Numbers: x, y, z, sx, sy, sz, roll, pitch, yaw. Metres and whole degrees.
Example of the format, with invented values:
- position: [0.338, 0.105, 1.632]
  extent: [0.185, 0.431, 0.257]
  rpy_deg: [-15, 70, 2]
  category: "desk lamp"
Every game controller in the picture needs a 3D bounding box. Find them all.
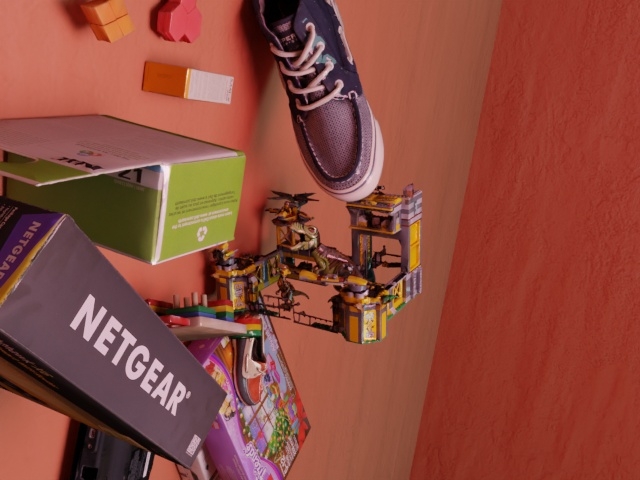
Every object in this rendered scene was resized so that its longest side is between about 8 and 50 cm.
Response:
- position: [-0.267, 0.296, 0.894]
  extent: [0.166, 0.067, 0.319]
  rpy_deg: [-21, 124, -81]
  category: "game controller"

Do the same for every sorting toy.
- position: [-0.184, 0.098, 0.869]
  extent: [0.274, 0.132, 0.046]
  rpy_deg: [30, 53, -68]
  category: "sorting toy"

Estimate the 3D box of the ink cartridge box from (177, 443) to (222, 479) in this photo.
- position: [-0.181, 0.337, 1.106]
  extent: [0.099, 0.056, 0.135]
  rpy_deg: [-56, 150, -41]
  category: "ink cartridge box"

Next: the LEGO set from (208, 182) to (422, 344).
- position: [0.000, 0.000, 1.006]
  extent: [0.255, 0.331, 0.192]
  rpy_deg: [-22, 117, -47]
  category: "LEGO set"

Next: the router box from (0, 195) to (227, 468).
- position: [-0.239, 0.067, 0.554]
  extent: [0.081, 0.243, 0.309]
  rpy_deg: [-64, 155, -26]
  category: "router box"

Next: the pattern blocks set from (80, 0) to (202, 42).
- position: [-0.172, -0.335, 0.668]
  extent: [0.325, 0.026, 0.285]
  rpy_deg: [-32, 136, -71]
  category: "pattern blocks set"

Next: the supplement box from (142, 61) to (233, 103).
- position: [-0.157, -0.188, 0.826]
  extent: [0.098, 0.062, 0.036]
  rpy_deg: [-15, 116, -64]
  category: "supplement box"

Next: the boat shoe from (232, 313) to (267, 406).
- position: [-0.099, 0.175, 1.006]
  extent: [0.049, 0.043, 0.137]
  rpy_deg: [-4, 89, -66]
  category: "boat shoe"

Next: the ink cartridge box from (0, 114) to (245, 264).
- position: [-0.217, -0.045, 0.611]
  extent: [0.255, 0.188, 0.097]
  rpy_deg: [-24, 127, -61]
  category: "ink cartridge box"

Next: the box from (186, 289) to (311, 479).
- position: [-0.112, 0.253, 1.081]
  extent: [0.201, 0.057, 0.293]
  rpy_deg: [-55, 133, -53]
  category: "box"

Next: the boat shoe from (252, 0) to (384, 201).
- position: [-0.016, -0.224, 0.946]
  extent: [0.158, 0.127, 0.341]
  rpy_deg: [27, 44, -62]
  category: "boat shoe"
